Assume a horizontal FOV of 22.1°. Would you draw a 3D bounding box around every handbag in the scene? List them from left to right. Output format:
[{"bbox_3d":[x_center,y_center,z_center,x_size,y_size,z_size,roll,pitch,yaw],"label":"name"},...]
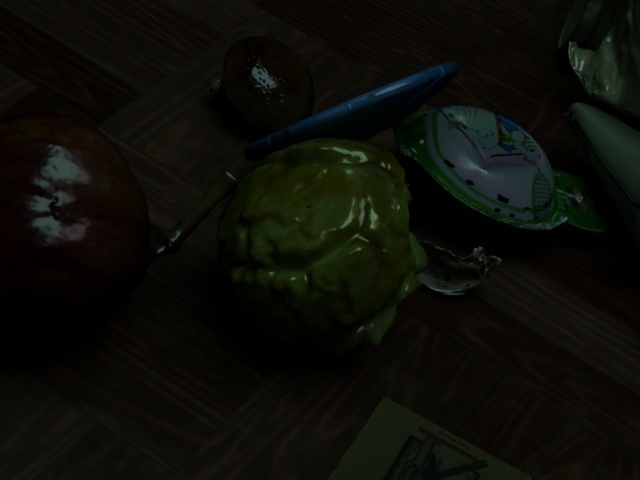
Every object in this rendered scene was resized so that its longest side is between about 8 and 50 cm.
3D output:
[{"bbox_3d":[0.406,-0.085,1.867,0.241,0.109,0.315,16,30,-19],"label":"handbag"}]

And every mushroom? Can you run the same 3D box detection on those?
[{"bbox_3d":[-0.059,-0.168,1.819,0.127,0.087,0.127,24,48,-29],"label":"mushroom"}]

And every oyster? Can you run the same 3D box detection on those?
[{"bbox_3d":[0.132,0.018,1.689,0.083,0.081,0.038,48,11,-17],"label":"oyster"}]

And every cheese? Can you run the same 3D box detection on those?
[{"bbox_3d":[0.221,-0.067,1.803,0.320,0.083,0.204,17,34,-19],"label":"cheese"},{"bbox_3d":[0.424,-0.269,1.943,0.233,0.127,0.266,8,83,-7],"label":"cheese"}]

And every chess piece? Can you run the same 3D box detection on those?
[{"bbox_3d":[0.441,-0.248,2.069,0.251,0.144,0.144,26,40,-3],"label":"chess piece"}]

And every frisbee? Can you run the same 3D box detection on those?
[{"bbox_3d":[0.036,-0.123,1.695,0.242,0.242,0.045,-24,91,-39],"label":"frisbee"}]

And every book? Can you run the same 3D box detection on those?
[{"bbox_3d":[0.075,0.246,1.440,0.161,0.026,0.231,28,41,10],"label":"book"}]

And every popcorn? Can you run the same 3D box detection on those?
[{"bbox_3d":[0.000,0.000,1.571,0.204,0.183,0.221,-4,39,20],"label":"popcorn"}]

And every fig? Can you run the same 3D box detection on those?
[{"bbox_3d":[-0.220,0.000,1.499,0.249,0.186,0.203,21,51,-39],"label":"fig"}]
